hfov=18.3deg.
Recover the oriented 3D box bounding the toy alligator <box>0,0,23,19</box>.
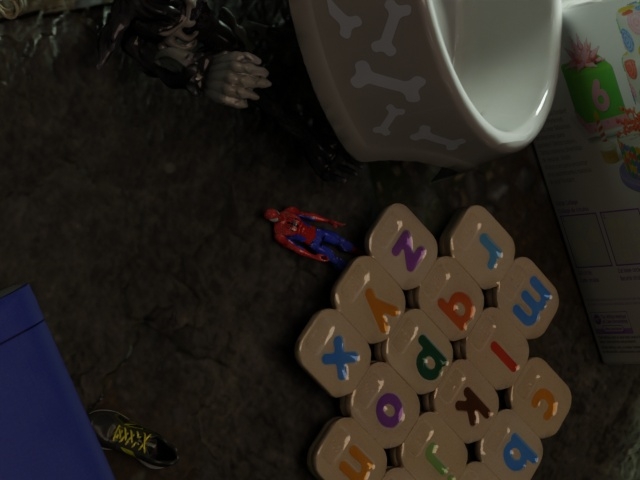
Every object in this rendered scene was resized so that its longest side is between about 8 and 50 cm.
[{"bbox_3d":[-0.276,-0.248,1.464,0.189,0.056,0.051,54,21,-18],"label":"toy alligator"}]

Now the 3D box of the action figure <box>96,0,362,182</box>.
[{"bbox_3d":[-0.063,-0.166,1.546,0.276,0.141,0.164,33,71,-31],"label":"action figure"}]

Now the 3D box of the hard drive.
[{"bbox_3d":[-0.241,0.220,1.455,0.210,0.040,0.318,-29,102,-32],"label":"hard drive"}]

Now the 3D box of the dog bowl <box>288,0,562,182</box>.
[{"bbox_3d":[0.093,-0.216,1.581,0.349,0.102,0.348,21,67,-60],"label":"dog bowl"}]

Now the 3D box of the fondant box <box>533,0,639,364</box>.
[{"bbox_3d":[0.304,-0.061,1.719,0.096,0.238,0.330,-25,100,-32],"label":"fondant box"}]

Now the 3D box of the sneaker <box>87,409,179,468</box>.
[{"bbox_3d":[-0.143,0.151,1.528,0.083,0.035,0.031,26,72,-29],"label":"sneaker"}]

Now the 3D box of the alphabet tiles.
[{"bbox_3d":[0.099,0.116,1.693,0.278,0.021,0.284,46,64,-28],"label":"alphabet tiles"}]

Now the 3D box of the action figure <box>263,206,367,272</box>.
[{"bbox_3d":[0.000,0.000,1.641,0.115,0.030,0.038,26,77,-27],"label":"action figure"}]
